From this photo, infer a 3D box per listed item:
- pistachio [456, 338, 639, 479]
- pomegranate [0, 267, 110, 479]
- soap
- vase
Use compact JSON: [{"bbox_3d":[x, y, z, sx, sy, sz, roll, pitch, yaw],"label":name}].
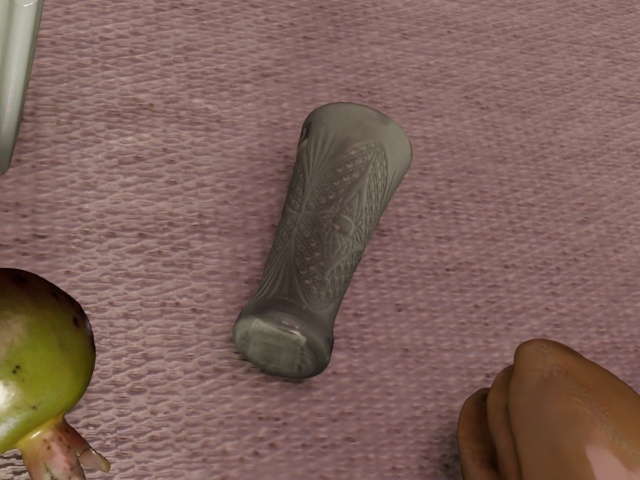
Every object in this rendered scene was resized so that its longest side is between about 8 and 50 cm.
[{"bbox_3d":[0.215,0.204,0.805,0.293,0.162,0.182,45,34,16],"label":"pistachio"},{"bbox_3d":[-0.190,0.088,0.737,0.159,0.129,0.129,32,50,-9],"label":"pomegranate"},{"bbox_3d":[-0.238,-0.155,0.840,0.067,0.198,0.119,10,54,-15],"label":"soap"},{"bbox_3d":[0.000,0.000,0.904,0.096,0.096,0.219,25,53,-5],"label":"vase"}]
